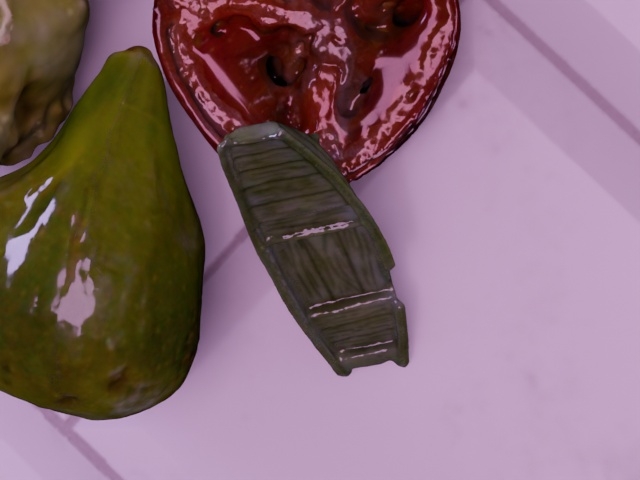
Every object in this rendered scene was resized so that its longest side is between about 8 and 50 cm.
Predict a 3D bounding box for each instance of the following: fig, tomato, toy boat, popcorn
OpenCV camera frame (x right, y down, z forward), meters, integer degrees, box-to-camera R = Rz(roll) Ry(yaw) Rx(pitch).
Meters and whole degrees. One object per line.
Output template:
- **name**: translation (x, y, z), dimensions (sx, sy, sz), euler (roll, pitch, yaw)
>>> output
- **fig**: translation (-0.165, -0.009, 1.019), dimensions (0.206, 0.206, 0.275), euler (22, 99, 6)
- **tomato**: translation (-0.007, -0.150, 1.027), dimensions (0.228, 0.101, 0.228), euler (0, 99, 2)
- **toy boat**: translation (0.000, 0.000, 0.991), dimensions (0.093, 0.293, 0.055), euler (-12, 51, 13)
- **popcorn**: translation (-0.284, -0.184, 1.034), dimensions (0.225, 0.174, 0.286), euler (31, 101, 12)
